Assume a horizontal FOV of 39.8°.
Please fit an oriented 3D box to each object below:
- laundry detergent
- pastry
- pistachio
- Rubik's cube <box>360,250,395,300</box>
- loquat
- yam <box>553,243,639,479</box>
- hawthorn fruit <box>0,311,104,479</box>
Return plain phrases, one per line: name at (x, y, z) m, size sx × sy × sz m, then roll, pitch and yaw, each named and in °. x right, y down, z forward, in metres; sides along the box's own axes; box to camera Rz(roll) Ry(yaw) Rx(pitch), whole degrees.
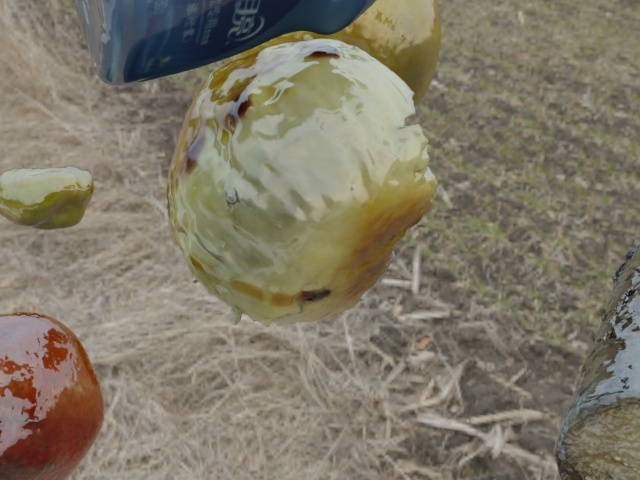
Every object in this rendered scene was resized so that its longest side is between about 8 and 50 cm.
laundry detergent at (-0.034, -0.203, 0.665) m, size 0.290 × 0.143 × 0.094 m, roll -17°, pitch 61°, yaw -21°
pastry at (-0.044, -0.054, 0.781) m, size 0.237 × 0.256 × 0.170 m, roll 43°, pitch 34°, yaw 16°
pistachio at (-0.432, -0.063, 1.361) m, size 0.189 × 0.100 × 0.110 m, roll 3°, pitch 12°, yaw 27°
Rubik's cube at (0.000, -0.001, 1.863) m, size 0.264 × 0.319 × 0.319 m, roll -22°, pitch 32°, yaw -3°
loquat at (0.016, -0.310, 1.351) m, size 0.328 × 0.328 × 0.359 m, roll -1°, pitch 43°, yaw -3°
yam at (0.261, 0.094, 0.661) m, size 0.131 × 0.131 × 0.280 m, roll 14°, pitch 29°, yaw 22°
hawthorn fruit at (-0.365, 0.187, 0.968) m, size 0.224 × 0.224 × 0.261 m, roll 6°, pitch -1°, yaw 9°
